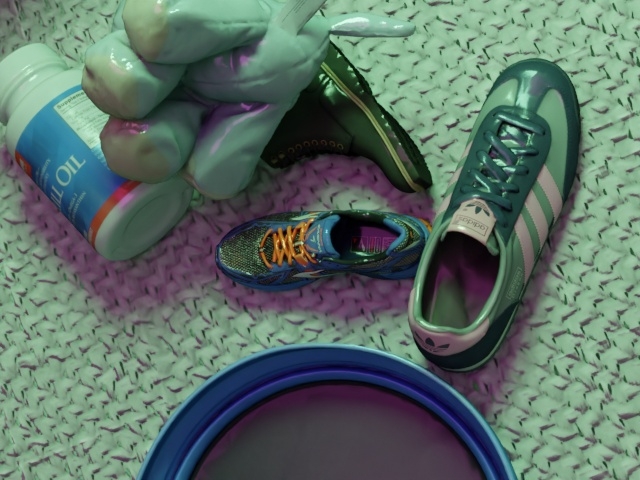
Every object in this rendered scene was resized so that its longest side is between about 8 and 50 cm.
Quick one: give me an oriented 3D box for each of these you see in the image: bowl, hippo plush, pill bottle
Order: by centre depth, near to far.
[{"bbox_3d":[0.007,0.293,1.506,0.391,0.077,0.391,-3,79,13],"label":"bowl"},{"bbox_3d":[-0.121,-0.215,1.530,0.294,0.234,0.236,-45,43,14],"label":"hippo plush"},{"bbox_3d":[-0.242,-0.095,1.619,0.124,0.124,0.221,-45,71,3],"label":"pill bottle"}]

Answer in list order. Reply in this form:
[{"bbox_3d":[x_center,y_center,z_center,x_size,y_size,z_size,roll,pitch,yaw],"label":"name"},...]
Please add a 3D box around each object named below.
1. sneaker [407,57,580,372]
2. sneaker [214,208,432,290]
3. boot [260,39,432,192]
[{"bbox_3d":[0.167,-0.032,1.497,0.112,0.131,0.319,14,83,17],"label":"sneaker"},{"bbox_3d":[0.000,0.000,1.557,0.221,0.087,0.083,-7,77,13],"label":"sneaker"},{"bbox_3d":[0.011,-0.091,1.587,0.137,0.077,0.198,-40,60,9],"label":"boot"}]
